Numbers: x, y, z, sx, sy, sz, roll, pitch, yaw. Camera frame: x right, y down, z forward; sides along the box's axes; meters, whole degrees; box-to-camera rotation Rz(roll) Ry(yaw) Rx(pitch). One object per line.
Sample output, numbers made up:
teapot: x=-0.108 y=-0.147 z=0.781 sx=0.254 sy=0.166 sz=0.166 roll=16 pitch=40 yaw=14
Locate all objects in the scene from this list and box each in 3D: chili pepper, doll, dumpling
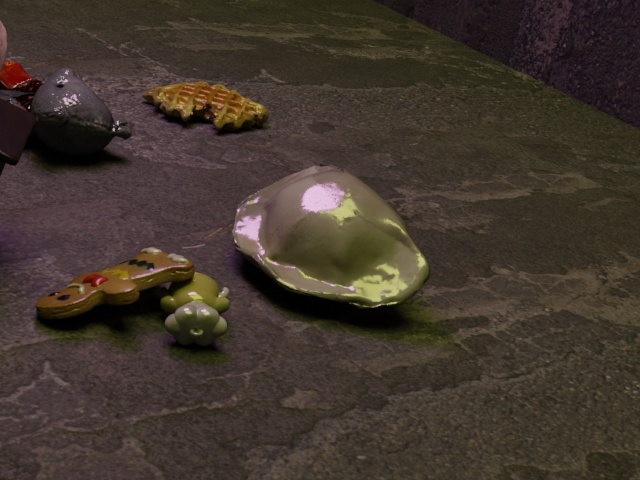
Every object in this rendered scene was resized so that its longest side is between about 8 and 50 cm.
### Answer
chili pepper: x=-0.651 y=-0.340 z=2.293 sx=0.123 sy=0.073 sz=0.070 roll=39 pitch=-7 yaw=41
doll: x=-0.547 y=-0.273 z=2.086 sx=0.340 sy=0.158 sz=0.246 roll=25 pitch=17 yaw=31
doll: x=-0.185 y=0.100 z=1.574 sx=0.106 sy=0.062 sz=0.162 roll=0 pitch=24 yaw=-8
dumpling: x=0.002 y=0.003 z=1.776 sx=0.260 sy=0.181 sz=0.341 roll=-25 pitch=70 yaw=-25

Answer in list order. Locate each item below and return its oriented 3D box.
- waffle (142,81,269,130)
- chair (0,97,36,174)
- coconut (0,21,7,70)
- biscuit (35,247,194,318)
waffle: x=-0.263 y=-0.314 z=2.450 sx=0.261 sy=0.056 sz=0.250 roll=-14 pitch=36 yaw=-42
chair: x=-0.522 y=-0.200 z=1.554 sx=0.241 sy=0.416 sz=0.203 roll=31 pitch=18 yaw=-18
coconut: x=-0.737 y=-0.377 z=1.944 sx=0.329 sy=0.328 sz=0.329 roll=11 pitch=24 yaw=-5
biscuit: x=-0.306 y=0.060 z=1.569 sx=0.240 sy=0.035 sz=0.158 roll=-22 pitch=19 yaw=-39
